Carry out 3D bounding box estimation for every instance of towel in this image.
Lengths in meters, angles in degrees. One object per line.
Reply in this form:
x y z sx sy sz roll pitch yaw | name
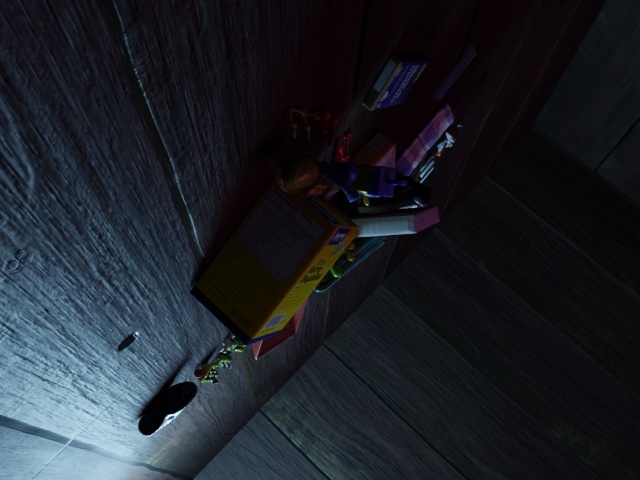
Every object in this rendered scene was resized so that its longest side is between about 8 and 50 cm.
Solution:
0.088 0.050 2.187 0.271 0.040 0.370 -39 -175 5 | towel
0.355 -0.337 2.302 0.285 0.034 0.209 -50 165 6 | towel

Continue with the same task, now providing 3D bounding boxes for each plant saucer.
0.409 -0.507 2.047 0.192 0.018 0.067 -53 166 14 | plant saucer
-0.130 0.244 2.257 0.258 0.047 0.259 -25 138 -58 | plant saucer

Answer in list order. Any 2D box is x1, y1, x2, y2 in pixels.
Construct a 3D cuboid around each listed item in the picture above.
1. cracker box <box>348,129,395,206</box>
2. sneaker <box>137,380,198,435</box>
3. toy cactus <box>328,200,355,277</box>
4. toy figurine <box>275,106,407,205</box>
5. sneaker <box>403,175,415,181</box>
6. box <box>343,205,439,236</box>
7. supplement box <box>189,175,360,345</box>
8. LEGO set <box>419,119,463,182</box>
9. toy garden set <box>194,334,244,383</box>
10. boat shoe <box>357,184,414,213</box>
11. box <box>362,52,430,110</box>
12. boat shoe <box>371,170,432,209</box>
0.143 -0.203 1.946 0.156 0.067 0.232 -46 165 -7 | cracker box
-0.453 0.495 2.009 0.211 0.080 0.081 -39 172 1 | sneaker
0.000 0.000 1.921 0.180 0.219 0.112 -10 -159 32 | toy cactus
0.080 -0.165 1.435 0.362 0.217 0.191 -3 107 -68 | toy figurine
0.288 -0.194 2.345 0.152 0.084 0.058 43 60 -75 | sneaker
0.171 -0.055 2.018 0.232 0.322 0.059 -21 107 -63 | box
-0.104 0.047 1.601 0.356 0.194 0.195 -52 165 12 | supplement box
0.435 -0.341 2.478 0.244 0.060 0.182 -51 -173 25 | LEGO set
-0.300 0.376 2.185 0.244 0.049 0.204 -48 166 -3 | toy garden set
0.195 -0.126 2.034 0.219 0.077 0.070 -16 105 -39 | boat shoe
0.197 -0.398 1.664 0.225 0.036 0.136 -30 157 -55 | box
0.216 -0.146 2.258 0.340 0.158 0.127 -24 -138 58 | boat shoe
